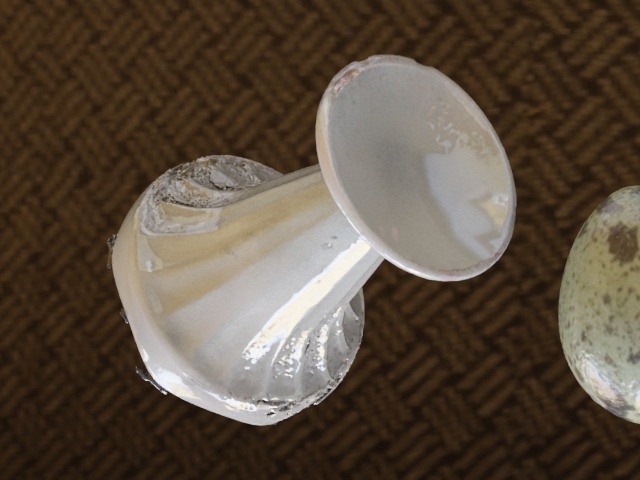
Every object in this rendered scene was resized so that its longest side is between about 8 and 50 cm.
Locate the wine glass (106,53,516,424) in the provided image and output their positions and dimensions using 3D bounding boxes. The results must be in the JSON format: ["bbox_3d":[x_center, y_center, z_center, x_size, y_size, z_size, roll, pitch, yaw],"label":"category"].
[{"bbox_3d":[0.000,0.000,1.032,0.196,0.165,0.165,-31,77,47],"label":"wine glass"}]

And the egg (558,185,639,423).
[{"bbox_3d":[0.233,0.046,1.337,0.132,0.132,0.172,-6,99,34],"label":"egg"}]
